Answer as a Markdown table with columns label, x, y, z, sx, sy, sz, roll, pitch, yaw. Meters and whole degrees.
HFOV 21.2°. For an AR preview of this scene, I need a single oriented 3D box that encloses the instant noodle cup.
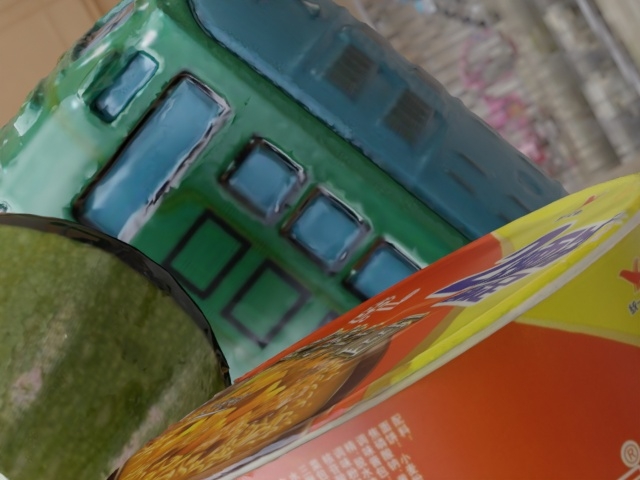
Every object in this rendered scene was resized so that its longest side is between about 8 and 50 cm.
| label | x | y | z | sx | sy | sz | roll | pitch | yaw |
| --- | --- | --- | --- | --- | --- | --- | --- | --- | --- |
| instant noodle cup | 0.056 | 0.103 | 0.553 | 0.174 | 0.213 | 0.213 | 60 | 180 | -3 |

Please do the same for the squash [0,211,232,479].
| label | x | y | z | sx | sy | sz | roll | pitch | yaw |
| --- | --- | --- | --- | --- | --- | --- | --- | --- | --- |
| squash | -0.131 | 0.085 | 0.691 | 0.170 | 0.170 | 0.123 | 61 | -151 | -24 |

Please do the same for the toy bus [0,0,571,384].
| label | x | y | z | sx | sy | sz | roll | pitch | yaw |
| --- | --- | --- | --- | --- | --- | --- | --- | --- | --- |
| toy bus | 0.000 | 0.000 | 0.887 | 0.343 | 0.199 | 0.183 | 38 | -155 | -5 |
